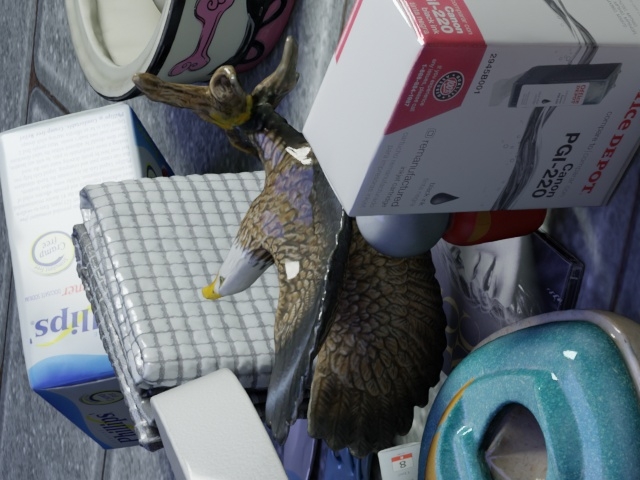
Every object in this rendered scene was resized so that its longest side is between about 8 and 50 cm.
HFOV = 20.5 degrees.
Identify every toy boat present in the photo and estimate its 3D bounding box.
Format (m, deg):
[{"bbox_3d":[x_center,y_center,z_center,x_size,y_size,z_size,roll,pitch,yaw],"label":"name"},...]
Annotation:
[{"bbox_3d":[0.124,0.093,1.252,0.267,0.148,0.318,-42,58,53],"label":"toy boat"}]

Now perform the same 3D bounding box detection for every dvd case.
[{"bbox_3d":[0.130,0.045,1.418,0.221,0.018,0.164,-133,48,-55],"label":"dvd case"}]

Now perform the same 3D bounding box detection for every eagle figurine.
[{"bbox_3d":[-0.005,0.007,1.379,0.298,0.226,0.225,60,149,23],"label":"eagle figurine"}]

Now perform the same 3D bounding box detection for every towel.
[{"bbox_3d":[-0.089,0.060,1.633,0.284,0.235,0.121,-115,31,-43],"label":"towel"}]

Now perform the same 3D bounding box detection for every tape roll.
[{"bbox_3d":[-0.035,0.291,1.396,0.392,0.072,0.392,159,90,-82],"label":"tape roll"}]

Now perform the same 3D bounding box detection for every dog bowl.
[{"bbox_3d":[-0.143,-0.345,1.840,0.408,0.150,0.408,179,90,-65],"label":"dog bowl"}]

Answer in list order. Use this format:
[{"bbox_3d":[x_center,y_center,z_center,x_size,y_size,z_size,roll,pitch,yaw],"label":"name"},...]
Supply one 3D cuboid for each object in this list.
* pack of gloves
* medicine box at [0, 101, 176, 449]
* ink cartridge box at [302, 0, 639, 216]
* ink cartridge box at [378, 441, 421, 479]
[{"bbox_3d":[-0.011,0.261,1.687,0.195,0.046,0.232,-168,79,-65],"label":"pack of gloves"},{"bbox_3d":[-0.217,0.046,1.871,0.263,0.149,0.289,64,-167,-68],"label":"medicine box"},{"bbox_3d":[0.120,-0.102,1.204,0.092,0.218,0.158,63,144,36],"label":"ink cartridge box"},{"bbox_3d":[0.086,0.267,1.369,0.179,0.045,0.145,-103,-2,-53],"label":"ink cartridge box"}]
